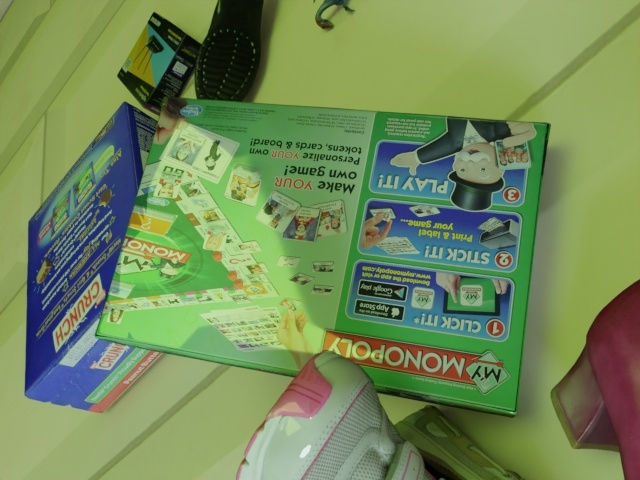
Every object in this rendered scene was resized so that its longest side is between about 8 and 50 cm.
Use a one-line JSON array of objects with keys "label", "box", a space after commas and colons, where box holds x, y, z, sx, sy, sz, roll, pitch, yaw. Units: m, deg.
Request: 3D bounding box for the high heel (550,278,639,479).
[{"label": "high heel", "box": [0.201, 0.124, 0.301, 0.244, 0.082, 0.117, -101, 27, -51]}]

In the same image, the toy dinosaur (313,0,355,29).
[{"label": "toy dinosaur", "box": [0.026, -0.294, 0.773, 0.082, 0.047, 0.090, -38, 13, 41]}]

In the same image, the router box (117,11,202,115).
[{"label": "router box", "box": [-0.268, -0.295, 1.072, 0.133, 0.046, 0.179, -57, 40, 10]}]

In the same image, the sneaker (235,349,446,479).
[{"label": "sneaker", "box": [0.037, 0.162, 0.389, 0.111, 0.252, 0.103, 18, 55, 34]}]

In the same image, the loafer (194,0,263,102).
[{"label": "loafer", "box": [-0.118, -0.268, 0.887, 0.078, 0.080, 0.220, 136, 148, -74]}]

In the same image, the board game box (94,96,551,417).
[{"label": "board game box", "box": [0.000, 0.000, 0.502, 0.317, 0.046, 0.213, 8, 75, 16]}]

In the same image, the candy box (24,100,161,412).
[{"label": "candy box", "box": [-0.277, 0.018, 0.862, 0.268, 0.122, 0.317, -42, 43, 23]}]

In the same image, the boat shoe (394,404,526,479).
[{"label": "boat shoe", "box": [0.108, 0.158, 0.426, 0.048, 0.056, 0.153, -30, 28, -24]}]
